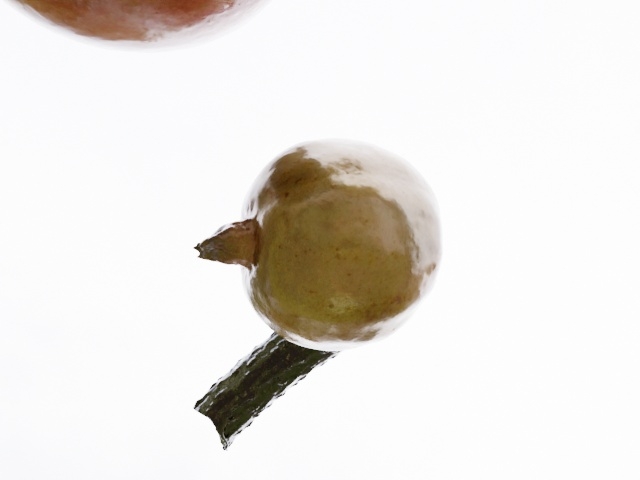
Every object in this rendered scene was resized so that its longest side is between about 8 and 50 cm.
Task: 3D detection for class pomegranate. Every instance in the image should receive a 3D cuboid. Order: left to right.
[{"bbox_3d":[0.016,0.001,0.883,0.207,0.207,0.207,0,-85,5],"label":"pomegranate"}]

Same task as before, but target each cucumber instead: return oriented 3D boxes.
[{"bbox_3d":[-0.032,0.141,1.155,0.303,0.072,0.081,-41,-100,13],"label":"cucumber"}]

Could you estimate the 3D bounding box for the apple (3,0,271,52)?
[{"bbox_3d":[-0.192,-0.356,0.883,0.364,0.364,0.364,0,-85,5],"label":"apple"}]
